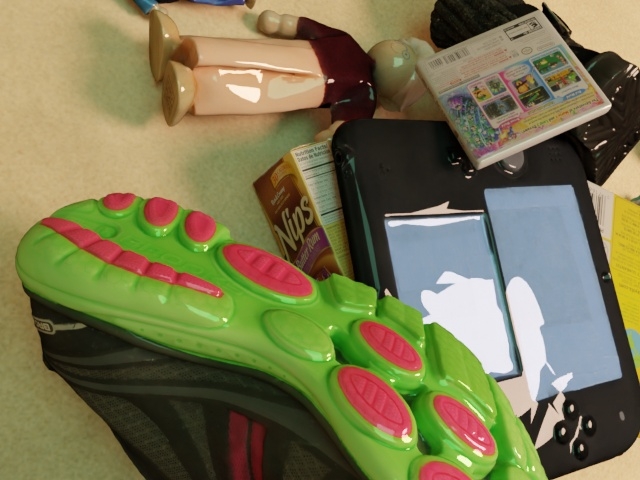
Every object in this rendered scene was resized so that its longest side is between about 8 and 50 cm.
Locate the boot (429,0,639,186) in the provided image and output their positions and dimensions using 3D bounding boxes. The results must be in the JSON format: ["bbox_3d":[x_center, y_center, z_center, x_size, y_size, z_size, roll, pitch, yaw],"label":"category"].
[{"bbox_3d":[0.314,-0.221,0.840,0.131,0.348,0.260,-50,59,10],"label":"boot"}]

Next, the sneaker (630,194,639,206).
[{"bbox_3d":[0.496,0.007,0.922,0.076,0.065,0.167,33,68,-33],"label":"sneaker"}]

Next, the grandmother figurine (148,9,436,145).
[{"bbox_3d":[-0.009,-0.191,0.696,0.342,0.104,0.208,-10,76,-27],"label":"grandmother figurine"}]

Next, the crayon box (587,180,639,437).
[{"bbox_3d":[0.344,0.083,0.810,0.202,0.081,0.319,21,69,-20],"label":"crayon box"}]

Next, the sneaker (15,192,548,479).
[{"bbox_3d":[-0.033,0.136,0.505,0.482,0.202,0.185,30,35,12],"label":"sneaker"}]

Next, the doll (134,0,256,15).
[{"bbox_3d":[-0.169,-0.308,0.680,0.188,0.046,0.129,-2,80,-20],"label":"doll"}]

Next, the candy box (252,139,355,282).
[{"bbox_3d":[0.000,0.000,0.650,0.053,0.109,0.187,-20,86,-30],"label":"candy box"}]

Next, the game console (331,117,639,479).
[{"bbox_3d":[0.190,0.056,0.647,0.341,0.060,0.387,-3,77,-32],"label":"game console"}]

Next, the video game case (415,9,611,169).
[{"bbox_3d":[0.204,-0.166,0.652,0.157,0.019,0.143,-24,69,-4],"label":"video game case"}]
